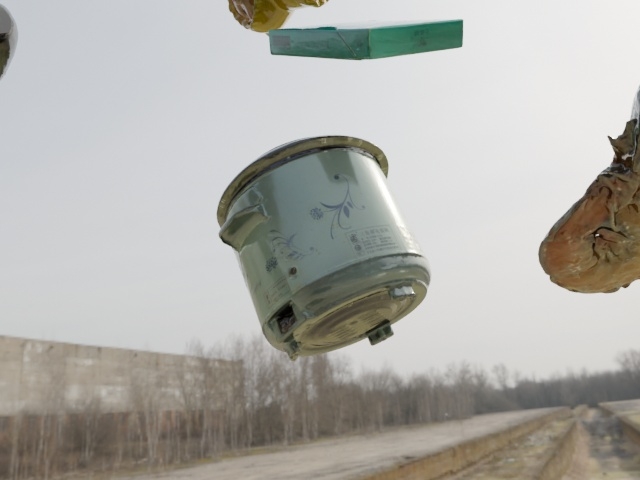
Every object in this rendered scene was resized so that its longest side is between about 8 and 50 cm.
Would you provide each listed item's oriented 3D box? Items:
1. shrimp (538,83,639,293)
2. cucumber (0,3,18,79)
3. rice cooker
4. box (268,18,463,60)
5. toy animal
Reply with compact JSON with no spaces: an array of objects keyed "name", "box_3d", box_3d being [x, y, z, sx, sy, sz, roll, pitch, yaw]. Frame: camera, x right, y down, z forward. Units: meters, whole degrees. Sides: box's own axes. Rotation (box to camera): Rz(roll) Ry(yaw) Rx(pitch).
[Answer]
[{"name":"shrimp","box_3d":[0.311,-0.033,0.602,0.164,0.062,0.317,-23,-42,6]},{"name":"cucumber","box_3d":[-0.403,-0.170,0.618,0.243,0.115,0.063,-22,-40,30]},{"name":"rice cooker","box_3d":[0.000,0.000,0.805,0.316,0.317,0.264,6,-36,-31]},{"name":"box","box_3d":[0.055,-0.275,0.768,0.160,0.042,0.226,-19,27,-30]},{"name":"toy animal","box_3d":[-0.057,-0.418,0.888,0.156,0.156,0.229,9,-10,-38]}]
